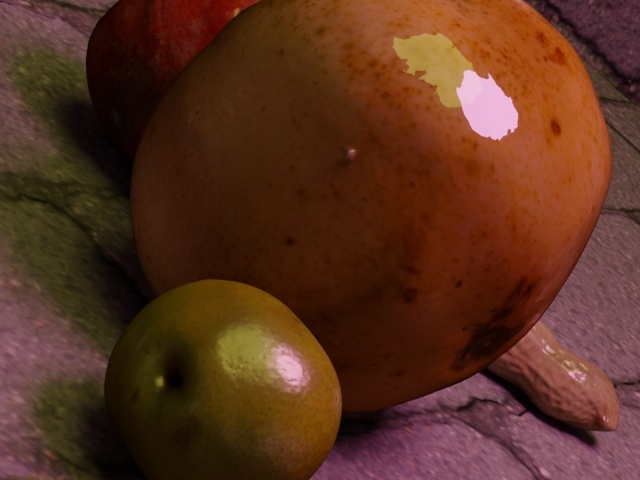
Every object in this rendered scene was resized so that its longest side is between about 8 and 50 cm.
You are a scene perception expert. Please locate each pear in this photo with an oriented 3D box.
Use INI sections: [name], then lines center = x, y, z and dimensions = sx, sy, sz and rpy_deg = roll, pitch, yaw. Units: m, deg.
[pear]
center = -0.063, 0.126, 1.403
dimensions = 0.180, 0.166, 0.216
rpy_deg = 33, -6, 31

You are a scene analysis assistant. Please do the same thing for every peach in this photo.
[peach]
center = -0.118, -0.149, 1.827
dimensions = 0.232, 0.232, 0.256
rpy_deg = 32, 29, -9

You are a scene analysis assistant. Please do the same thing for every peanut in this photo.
[peanut]
center = 0.238, 0.137, 1.949
dimensions = 0.187, 0.082, 0.082
rpy_deg = 38, 20, 5

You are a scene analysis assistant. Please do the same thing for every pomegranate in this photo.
[pomegranate]
center = 0.035, -0.057, 1.603
dimensions = 0.417, 0.416, 0.416
rpy_deg = 31, 21, -13
